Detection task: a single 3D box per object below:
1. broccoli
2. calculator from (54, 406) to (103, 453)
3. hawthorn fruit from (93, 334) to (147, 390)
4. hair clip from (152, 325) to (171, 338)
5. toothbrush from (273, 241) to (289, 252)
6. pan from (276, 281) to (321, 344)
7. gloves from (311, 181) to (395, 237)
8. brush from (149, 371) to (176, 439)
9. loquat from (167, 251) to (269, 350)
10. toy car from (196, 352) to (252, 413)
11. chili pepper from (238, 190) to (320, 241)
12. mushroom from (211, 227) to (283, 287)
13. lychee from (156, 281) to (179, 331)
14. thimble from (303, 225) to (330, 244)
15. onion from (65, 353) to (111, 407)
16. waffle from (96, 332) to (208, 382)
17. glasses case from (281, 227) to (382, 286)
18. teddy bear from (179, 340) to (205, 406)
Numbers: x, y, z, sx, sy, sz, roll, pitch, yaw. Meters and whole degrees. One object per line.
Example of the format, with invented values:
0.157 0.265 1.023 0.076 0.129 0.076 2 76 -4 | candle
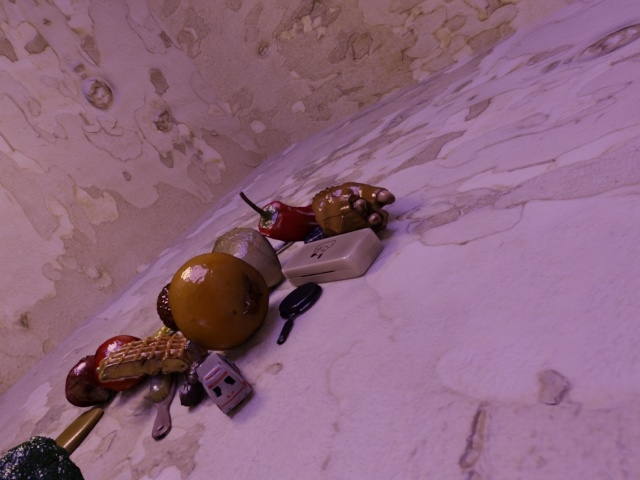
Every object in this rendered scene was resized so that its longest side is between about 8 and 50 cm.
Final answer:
-0.645 0.576 1.117 0.245 0.265 0.294 -41 36 39 | broccoli
-0.779 0.611 1.623 0.157 0.033 0.236 -24 20 37 | calculator
-0.620 0.388 1.672 0.201 0.179 0.179 -18 20 6 | hawthorn fruit
-0.560 0.330 1.897 0.173 0.046 0.072 -38 14 1 | hair clip
-0.144 0.021 1.910 0.414 0.042 0.035 -35 17 -2 | toothbrush
-0.072 0.185 1.373 0.136 0.028 0.235 -26 20 31 | pan
0.092 -0.085 1.523 0.203 0.155 0.356 -20 12 -14 | gloves
-0.435 0.427 1.397 0.072 0.067 0.313 -37 20 -3 | brush
-0.270 0.168 1.423 0.275 0.274 0.274 -33 18 12 | loquat
-0.239 0.319 1.219 0.089 0.108 0.210 -43 17 -13 | toy car
-0.129 -0.058 1.669 0.339 0.134 0.131 2 -48 -48 | chili pepper
-0.294 0.081 1.706 0.212 0.217 0.292 -25 3 -35 | mushroom
-0.466 0.215 1.780 0.200 0.200 0.238 -42 25 -15 | lychee
-0.001 0.000 1.648 0.095 0.066 0.104 -33 15 8 | thimble
-0.750 0.477 1.730 0.147 0.183 0.184 24 54 27 | onion
-0.485 0.335 1.512 0.284 0.065 0.310 2 16 38 | waffle
0.025 0.052 1.456 0.313 0.070 0.131 -14 28 51 | glasses case
-0.315 0.343 1.327 0.119 0.078 0.160 115 159 -65 | teddy bear
